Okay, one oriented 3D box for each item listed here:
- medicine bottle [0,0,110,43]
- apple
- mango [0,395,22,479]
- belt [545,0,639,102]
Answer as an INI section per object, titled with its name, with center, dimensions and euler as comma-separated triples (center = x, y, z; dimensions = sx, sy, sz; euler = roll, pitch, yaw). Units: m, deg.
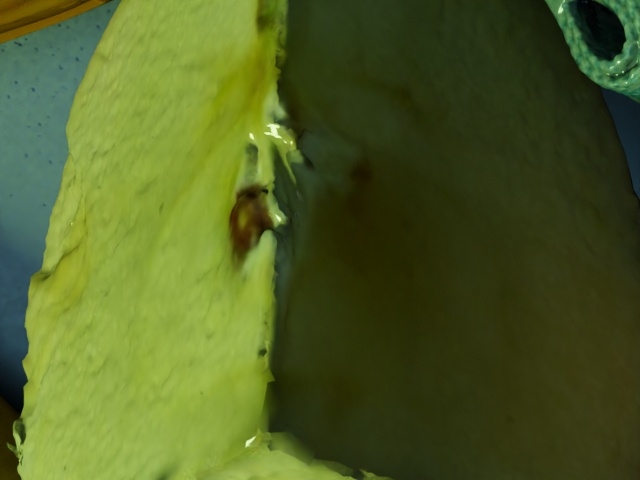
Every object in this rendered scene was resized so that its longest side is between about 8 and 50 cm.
[medicine bottle]
center = -0.196, -0.209, 0.875
dimensions = 0.149, 0.112, 0.222
euler = -19, 93, 2
[apple]
center = 0.000, 0.000, 0.825
dimensions = 0.314, 0.252, 0.309
euler = -2, 60, 8
[mango]
center = -0.230, 0.116, 0.900
dimensions = 0.253, 0.113, 0.138
euler = 37, 89, -9
[belt]
center = 0.113, -0.174, 0.811
dimensions = 0.087, 0.072, 0.302
euler = -49, 48, 24
